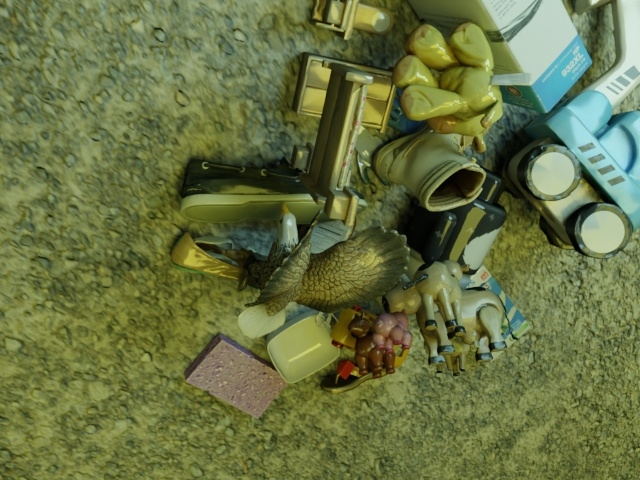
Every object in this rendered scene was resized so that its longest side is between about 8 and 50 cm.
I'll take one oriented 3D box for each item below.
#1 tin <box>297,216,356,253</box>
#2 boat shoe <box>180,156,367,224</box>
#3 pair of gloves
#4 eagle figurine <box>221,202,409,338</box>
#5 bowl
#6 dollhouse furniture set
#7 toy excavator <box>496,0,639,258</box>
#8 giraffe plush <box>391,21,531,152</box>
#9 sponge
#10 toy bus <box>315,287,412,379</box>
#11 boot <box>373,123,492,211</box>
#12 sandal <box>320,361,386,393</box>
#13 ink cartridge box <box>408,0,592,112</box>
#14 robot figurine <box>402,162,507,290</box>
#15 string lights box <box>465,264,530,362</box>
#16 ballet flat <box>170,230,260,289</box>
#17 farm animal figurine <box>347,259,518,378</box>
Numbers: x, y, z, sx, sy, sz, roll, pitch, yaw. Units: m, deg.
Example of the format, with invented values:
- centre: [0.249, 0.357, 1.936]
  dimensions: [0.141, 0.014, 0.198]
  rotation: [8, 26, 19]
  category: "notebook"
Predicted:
- centre: [0.000, 0.000, 1.287]
  dimensions: [0.106, 0.040, 0.190]
  rotation: [19, 106, -35]
  category: "tin"
- centre: [-0.081, -0.096, 1.159]
  dimensions: [0.340, 0.113, 0.127]
  rotation: [-2, 161, -14]
  category: "boat shoe"
- centre: [0.139, -0.198, 1.254]
  dimensions: [0.198, 0.023, 0.159]
  rotation: [-48, 124, 4]
  category: "pair of gloves"
- centre: [-0.036, 0.045, 1.072]
  dimensions: [0.226, 0.298, 0.225]
  rotation: [-45, 119, -28]
  category: "eagle figurine"
- centre: [-0.043, 0.217, 1.367]
  dimensions: [0.142, 0.053, 0.142]
  rotation: [-29, 124, -9]
  category: "bowl"
- centre: [0.084, -0.218, 1.006]
  dimensions: [0.173, 0.355, 0.303]
  rotation: [6, 112, -17]
  category: "dollhouse furniture set"
- centre: [0.552, -0.247, 1.275]
  dimensions: [0.445, 0.222, 0.433]
  rotation: [-41, 92, 4]
  category: "toy excavator"
- centre: [0.228, -0.236, 1.061]
  dimensions: [0.170, 0.210, 0.181]
  rotation: [55, 55, -72]
  category: "giraffe plush"
- centre: [-0.171, 0.288, 1.358]
  dimensions: [0.117, 0.031, 0.210]
  rotation: [-48, 124, 5]
  category: "sponge"
- centre: [0.107, 0.202, 1.357]
  dimensions: [0.202, 0.104, 0.191]
  rotation: [-30, 124, -32]
  category: "toy bus"
- centre: [0.252, -0.159, 1.191]
  dimensions: [0.262, 0.203, 0.095]
  rotation: [-28, 124, -11]
  category: "boot"
- centre: [0.079, 0.295, 1.456]
  dimensions: [0.180, 0.072, 0.049]
  rotation: [-16, 105, -18]
  category: "sandal"
- centre: [0.287, -0.384, 1.101]
  dimensions: [0.129, 0.223, 0.307]
  rotation: [-47, 124, -1]
  category: "ink cartridge box"
- centre: [0.269, -0.020, 1.312]
  dimensions: [0.209, 0.173, 0.278]
  rotation: [17, 107, -30]
  category: "robot figurine"
- centre: [0.369, 0.158, 1.507]
  dimensions: [0.133, 0.077, 0.260]
  rotation: [-43, 124, 3]
  category: "string lights box"
- centre: [-0.161, 0.039, 1.206]
  dimensions: [0.232, 0.080, 0.073]
  rotation: [16, 107, -30]
  category: "ballet flat"
- centre: [0.210, 0.129, 1.190]
  dimensions: [0.326, 0.172, 0.330]
  rotation: [6, 152, -24]
  category: "farm animal figurine"
